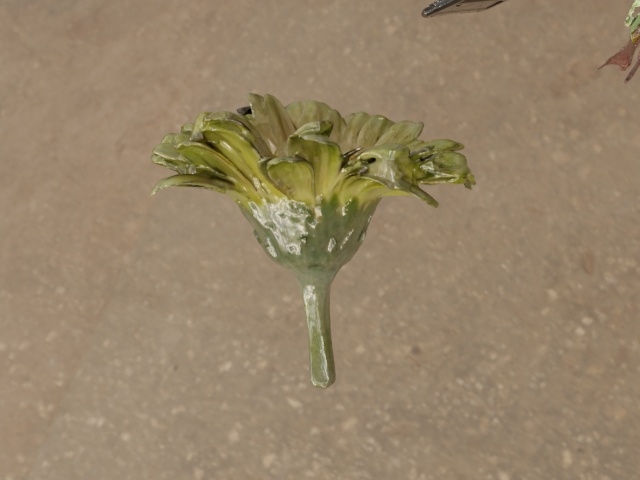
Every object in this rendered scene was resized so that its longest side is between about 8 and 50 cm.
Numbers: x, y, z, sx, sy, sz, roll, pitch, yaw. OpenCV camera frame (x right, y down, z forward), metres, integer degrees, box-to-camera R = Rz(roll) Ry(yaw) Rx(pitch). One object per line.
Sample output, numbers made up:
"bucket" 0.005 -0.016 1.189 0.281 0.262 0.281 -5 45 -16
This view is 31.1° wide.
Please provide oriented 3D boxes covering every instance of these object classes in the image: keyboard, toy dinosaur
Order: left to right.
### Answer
"keyboard" 0.232 -0.351 1.657 0.106 0.262 0.016 -20 93 30
"toy dinosaur" 0.397 -0.251 1.365 0.220 0.108 0.032 -27 51 -28

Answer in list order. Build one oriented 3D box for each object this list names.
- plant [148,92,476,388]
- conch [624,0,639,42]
"plant" 0.003 -0.043 1.148 0.305 0.297 0.261 -3 39 13
"conch" 0.315 -0.193 0.860 0.170 0.079 0.106 -45 59 21
